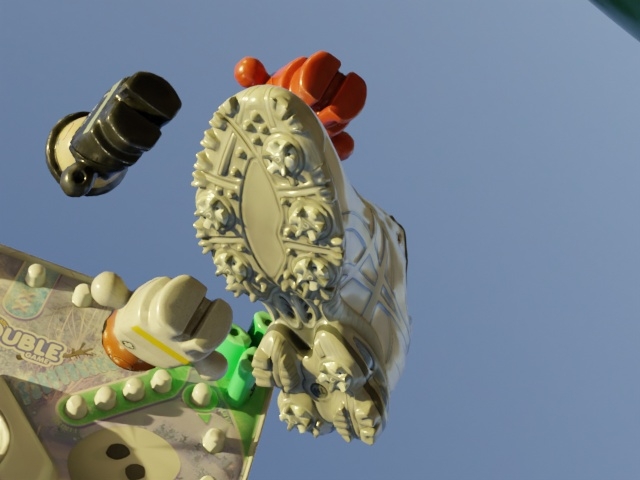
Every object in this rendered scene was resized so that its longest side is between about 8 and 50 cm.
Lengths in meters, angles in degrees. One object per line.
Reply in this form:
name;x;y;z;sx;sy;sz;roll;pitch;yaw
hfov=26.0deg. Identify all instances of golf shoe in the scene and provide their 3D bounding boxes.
golf shoe;0.000;0.000;0.590;0.069;0.176;0.086;10;-138;28

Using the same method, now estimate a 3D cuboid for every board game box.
board game box;-0.239;0.125;0.890;0.390;0.050;0.390;20;-140;-3

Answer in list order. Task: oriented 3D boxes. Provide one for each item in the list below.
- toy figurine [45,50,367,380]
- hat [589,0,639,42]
toy figurine;-0.066;-0.014;0.935;0.213;0.148;0.209;-12;-94;-29
hat;0.151;-0.059;0.376;0.183;0.208;0.173;47;179;-14
